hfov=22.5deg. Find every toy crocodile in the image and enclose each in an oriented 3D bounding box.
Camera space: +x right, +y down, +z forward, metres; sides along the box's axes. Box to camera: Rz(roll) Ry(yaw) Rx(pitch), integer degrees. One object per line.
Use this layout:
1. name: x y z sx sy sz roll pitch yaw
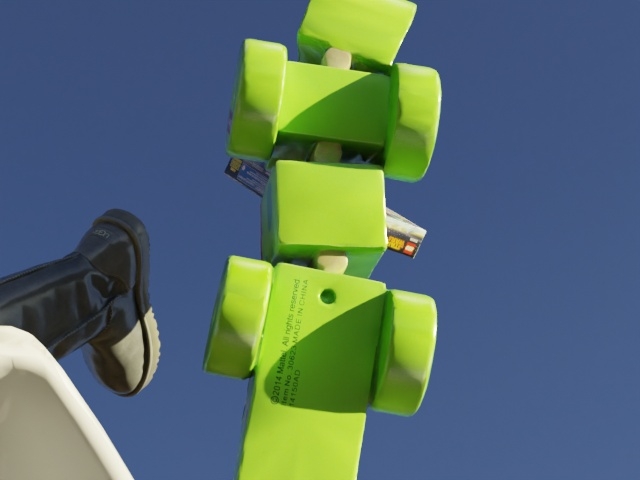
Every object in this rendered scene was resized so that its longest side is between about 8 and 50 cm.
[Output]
1. toy crocodile: 0.000 0.000 0.879 0.115 0.340 0.105 7 -23 -7

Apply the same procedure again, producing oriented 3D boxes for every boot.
1. boot: -0.214 0.087 1.256 0.076 0.208 0.189 12 -57 24

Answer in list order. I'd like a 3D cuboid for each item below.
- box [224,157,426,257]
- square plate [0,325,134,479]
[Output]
1. box: 0.004 -0.030 1.253 0.137 0.094 0.027 20 -81 -37
2. square plate: -0.110 0.248 0.291 0.344 0.049 0.347 -36 -76 -24
